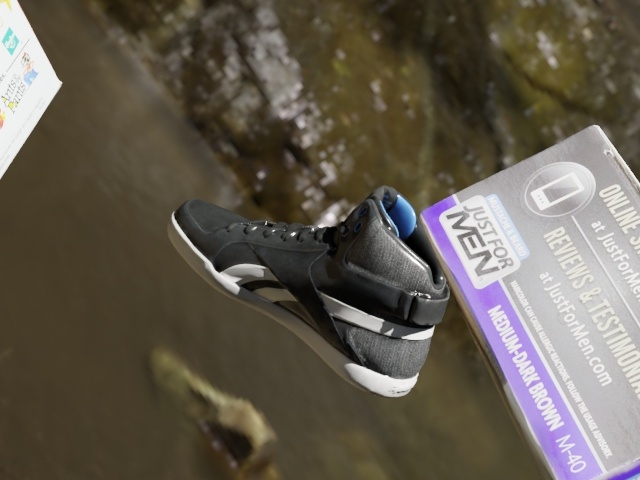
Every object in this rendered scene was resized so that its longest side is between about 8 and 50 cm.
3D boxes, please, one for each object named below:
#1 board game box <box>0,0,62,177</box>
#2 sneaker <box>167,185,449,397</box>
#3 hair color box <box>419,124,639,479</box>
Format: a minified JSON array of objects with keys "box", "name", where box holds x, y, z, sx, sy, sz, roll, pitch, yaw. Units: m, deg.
[{"box":[-0.261,-0.131,0.721,0.144,0.142,0.275,-65,145,-40],"name":"board game box"},{"box":[0.000,0.000,1.069,0.217,0.121,0.079,34,23,22],"name":"sneaker"},{"box":[0.173,0.123,0.815,0.339,0.110,0.185,63,2,-46],"name":"hair color box"}]
